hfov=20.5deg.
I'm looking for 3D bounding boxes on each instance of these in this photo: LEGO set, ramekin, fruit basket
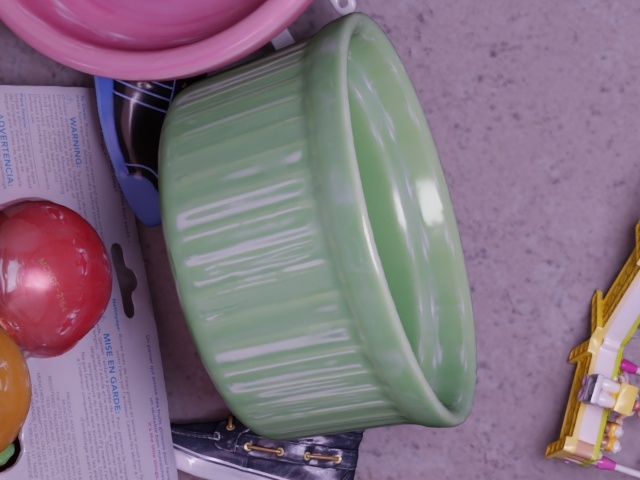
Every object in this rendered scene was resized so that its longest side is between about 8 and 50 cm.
[{"bbox_3d":[0.264,0.091,1.362,0.107,0.132,0.287,19,94,-7],"label":"LEGO set"},{"bbox_3d":[0.000,0.000,1.285,0.148,0.303,0.303,-14,98,15],"label":"ramekin"},{"bbox_3d":[-0.257,0.045,1.282,0.165,0.353,0.327,-13,85,33],"label":"fruit basket"}]

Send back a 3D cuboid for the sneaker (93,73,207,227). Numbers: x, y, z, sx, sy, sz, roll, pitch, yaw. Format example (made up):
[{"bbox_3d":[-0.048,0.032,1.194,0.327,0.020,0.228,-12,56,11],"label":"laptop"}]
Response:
[{"bbox_3d":[-0.123,-0.129,1.379,0.090,0.081,0.232,-10,97,14],"label":"sneaker"}]

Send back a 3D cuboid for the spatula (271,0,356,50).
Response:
[{"bbox_3d":[-0.031,-0.266,1.327,0.168,0.019,0.242,-33,85,21],"label":"spatula"}]

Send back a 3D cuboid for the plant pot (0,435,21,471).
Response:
[{"bbox_3d":[-0.426,0.148,1.375,0.267,0.236,0.267,-32,95,9],"label":"plant pot"}]

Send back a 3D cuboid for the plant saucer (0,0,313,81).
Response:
[{"bbox_3d":[-0.114,-0.279,1.289,0.332,0.084,0.332,0,90,18],"label":"plant saucer"}]

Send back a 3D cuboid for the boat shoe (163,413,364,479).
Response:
[{"bbox_3d":[-0.056,0.156,1.433,0.183,0.065,0.083,16,92,0],"label":"boat shoe"}]
